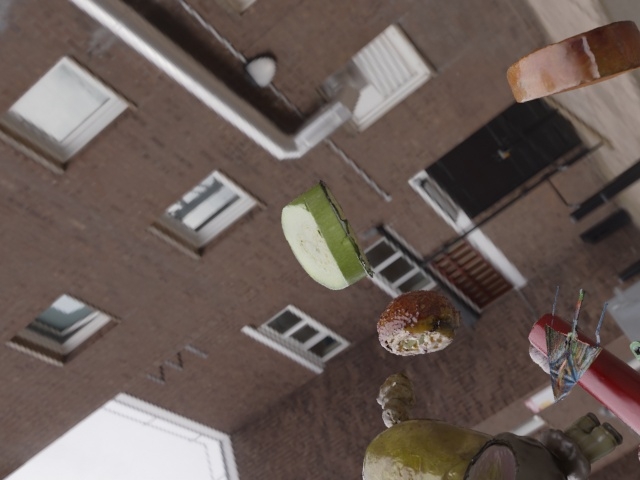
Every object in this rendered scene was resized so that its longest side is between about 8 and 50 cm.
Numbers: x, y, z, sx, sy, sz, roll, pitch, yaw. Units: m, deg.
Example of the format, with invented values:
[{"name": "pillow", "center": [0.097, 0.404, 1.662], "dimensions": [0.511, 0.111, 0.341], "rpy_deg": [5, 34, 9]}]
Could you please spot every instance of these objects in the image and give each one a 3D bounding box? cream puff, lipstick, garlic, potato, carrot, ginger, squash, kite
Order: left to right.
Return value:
[{"name": "squash", "center": [0.011, -0.001, 1.495], "dimensions": [0.220, 0.133, 0.220], "rpy_deg": [62, 177, 6]}, {"name": "ginger", "center": [0.187, 0.394, 1.853], "dimensions": [0.080, 0.104, 0.204], "rpy_deg": [50, -171, -8]}, {"name": "cream puff", "center": [0.273, 0.227, 2.126], "dimensions": [0.240, 0.240, 0.164], "rpy_deg": [39, -139, -42]}, {"name": "potato", "center": [0.210, 0.451, 1.463], "dimensions": [0.229, 0.265, 0.230], "rpy_deg": [-12, -75, -51]}, {"name": "garlic", "center": [0.581, 0.258, 1.839], "dimensions": [0.102, 0.147, 0.159], "rpy_deg": [82, 173, -70]}, {"name": "kite", "center": [0.335, 0.143, 1.019], "dimensions": [0.010, 0.160, 0.183], "rpy_deg": [12, -177, -6]}, {"name": "carrot", "center": [0.524, -0.360, 1.575], "dimensions": [0.307, 0.258, 0.100], "rpy_deg": [174, 82, -70]}, {"name": "lipstick", "center": [0.422, 0.206, 1.093], "dimensions": [0.073, 0.073, 0.279], "rpy_deg": [36, -175, -46]}]

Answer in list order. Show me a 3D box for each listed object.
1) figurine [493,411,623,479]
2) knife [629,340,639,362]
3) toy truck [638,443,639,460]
[{"name": "figurine", "center": [0.493, 0.508, 1.690], "dimensions": [0.248, 0.380, 0.203], "rpy_deg": [43, 151, 50]}, {"name": "knife", "center": [0.539, 0.246, 1.141], "dimensions": [0.293, 0.019, 0.043], "rpy_deg": [-105, 12, -57]}, {"name": "toy truck", "center": [0.805, 0.549, 1.651], "dimensions": [0.135, 0.114, 0.271], "rpy_deg": [-17, -109, -26]}]
